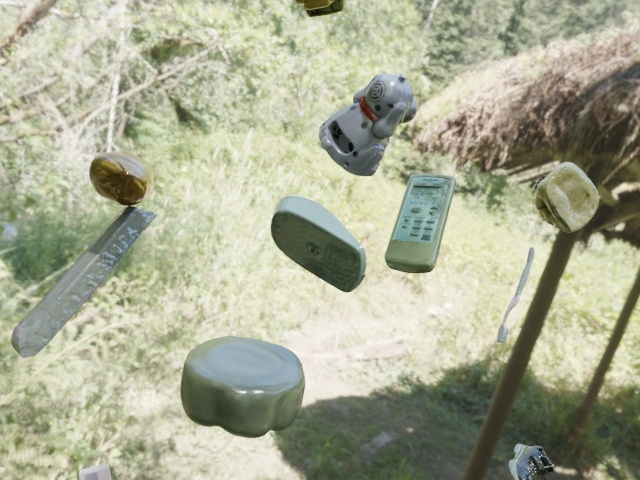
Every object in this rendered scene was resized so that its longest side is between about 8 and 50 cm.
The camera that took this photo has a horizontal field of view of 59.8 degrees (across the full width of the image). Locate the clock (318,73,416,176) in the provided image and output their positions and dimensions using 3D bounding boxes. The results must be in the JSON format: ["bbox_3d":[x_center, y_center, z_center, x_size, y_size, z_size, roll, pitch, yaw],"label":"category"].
[{"bbox_3d":[0.134,-0.306,1.374,0.188,0.254,0.189,29,34,-22],"label":"clock"}]

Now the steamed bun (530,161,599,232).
[{"bbox_3d":[0.641,-0.115,1.512,0.172,0.141,0.155,54,-10,-8],"label":"steamed bun"}]

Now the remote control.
[{"bbox_3d":[0.197,-0.039,1.087,0.098,0.234,0.038,6,-37,24],"label":"remote control"}]

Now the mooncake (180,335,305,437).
[{"bbox_3d":[-0.161,0.302,1.156,0.274,0.135,0.275,12,9,-2],"label":"mooncake"}]

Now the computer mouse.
[{"bbox_3d":[0.000,0.000,1.058,0.231,0.128,0.079,36,47,19],"label":"computer mouse"}]

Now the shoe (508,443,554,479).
[{"bbox_3d":[0.542,0.572,1.411,0.099,0.071,0.169,-23,5,30],"label":"shoe"}]

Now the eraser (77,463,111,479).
[{"bbox_3d":[-0.479,0.539,1.188,0.065,0.026,0.105,-1,58,-37],"label":"eraser"}]

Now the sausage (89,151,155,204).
[{"bbox_3d":[-0.428,-0.134,1.204,0.134,0.116,0.354,40,-3,-15],"label":"sausage"}]

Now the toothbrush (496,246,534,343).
[{"bbox_3d":[0.500,0.137,1.416,0.027,0.269,0.021,35,-17,-32],"label":"toothbrush"}]

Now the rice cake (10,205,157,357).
[{"bbox_3d":[-0.496,0.070,1.169,0.070,0.399,0.064,1,-42,43],"label":"rice cake"}]

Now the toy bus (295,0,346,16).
[{"bbox_3d":[0.014,-0.681,1.464,0.121,0.123,0.336,-3,43,14],"label":"toy bus"}]
